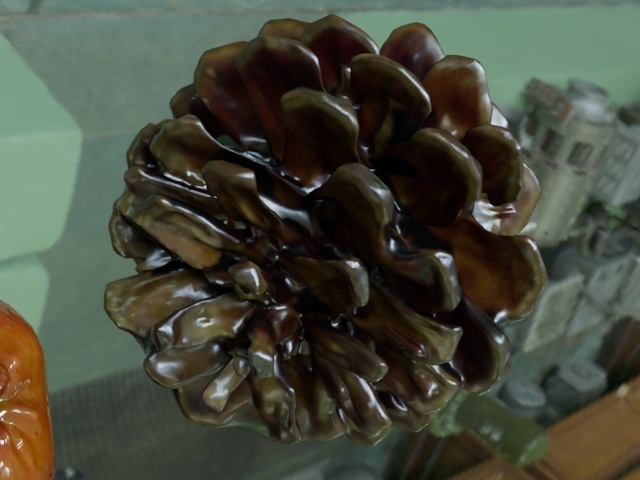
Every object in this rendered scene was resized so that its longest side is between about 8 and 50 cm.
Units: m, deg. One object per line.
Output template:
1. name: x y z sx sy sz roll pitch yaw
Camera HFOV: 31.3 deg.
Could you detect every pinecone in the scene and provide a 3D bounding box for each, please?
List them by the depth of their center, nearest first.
1. pinecone: 0.000 0.000 0.988 0.398 0.398 0.397 -34 144 -29

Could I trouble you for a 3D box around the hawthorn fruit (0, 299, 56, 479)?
1. hawthorn fruit: -0.304 0.115 0.737 0.211 0.299 0.211 -4 95 -53
